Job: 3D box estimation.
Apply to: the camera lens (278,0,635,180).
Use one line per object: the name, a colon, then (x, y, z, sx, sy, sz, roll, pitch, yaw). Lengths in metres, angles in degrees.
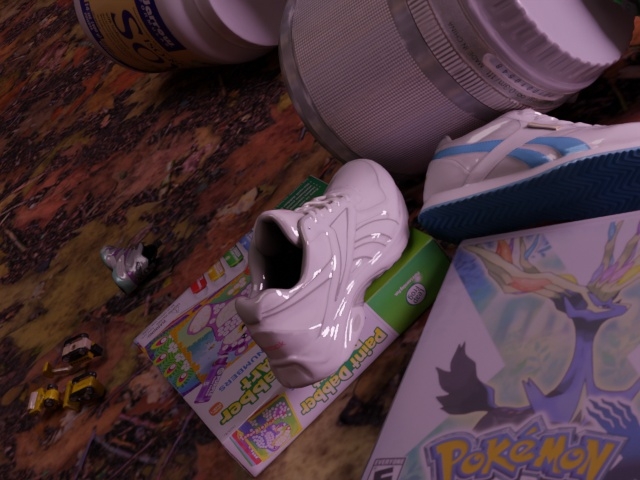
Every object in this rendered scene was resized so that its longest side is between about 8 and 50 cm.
camera lens: (0.113, -0.192, 1.053, 0.274, 0.219, 0.219, -25, 30, 45)

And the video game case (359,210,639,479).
video game case: (0.192, 0.092, 0.793, 0.329, 0.036, 0.300, -11, 39, 40)

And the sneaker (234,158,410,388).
sneaker: (0.000, 0.000, 0.950, 0.090, 0.115, 0.232, -15, 37, 35)

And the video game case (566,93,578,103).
video game case: (0.203, -0.243, 1.176, 0.227, 0.026, 0.206, 15, 85, 55)

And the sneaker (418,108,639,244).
sneaker: (0.186, -0.066, 0.943, 0.228, 0.087, 0.092, -11, 53, 29)

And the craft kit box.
craft kit box: (-0.032, 0.065, 1.068, 0.250, 0.061, 0.246, -44, 32, -9)

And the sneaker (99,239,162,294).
sneaker: (-0.216, 0.018, 1.359, 0.069, 0.038, 0.098, -39, 39, -3)

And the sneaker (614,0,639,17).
sneaker: (0.379, -0.252, 0.936, 0.343, 0.134, 0.146, -1, 28, 11)

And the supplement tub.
supplement tub: (-0.173, -0.362, 1.631, 0.331, 0.241, 0.241, 5, 51, 52)

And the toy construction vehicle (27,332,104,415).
toy construction vehicle: (-0.265, 0.149, 1.238, 0.098, 0.035, 0.086, -27, 42, 25)
